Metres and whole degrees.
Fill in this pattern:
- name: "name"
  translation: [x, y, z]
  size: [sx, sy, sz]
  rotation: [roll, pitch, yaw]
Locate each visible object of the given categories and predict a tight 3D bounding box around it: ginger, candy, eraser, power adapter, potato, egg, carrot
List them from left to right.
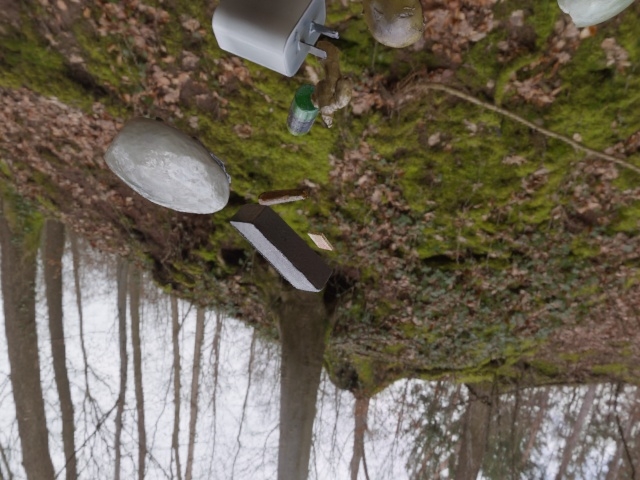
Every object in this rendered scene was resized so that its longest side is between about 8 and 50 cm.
- name: "candy"
  translation: [-0.492, -0.217, 1.559]
  size: [0.386, 0.186, 0.427]
  rotation: [-3, 151, 43]
- name: "eraser"
  translation: [-0.120, 0.021, 1.496]
  size: [0.352, 0.077, 0.111]
  rotation: [45, -138, -11]
- name: "power adapter"
  translation: [-0.085, -0.481, 1.069]
  size: [0.255, 0.187, 0.124]
  rotation: [25, 166, 11]
- name: "carrot"
  translation: [-0.178, -0.210, 2.266]
  size: [0.260, 0.070, 0.070]
  rotation: [-4, -172, 28]
- name: "ginger"
  translation: [0.016, -0.429, 1.286]
  size: [0.058, 0.214, 0.133]
  rotation: [-14, 170, -44]
- name: "potato"
  translation: [0.253, -0.851, 1.807]
  size: [0.239, 0.299, 0.116]
  rotation: [3, -134, 47]
- name: "egg"
  translation: [0.978, -0.917, 1.629]
  size: [0.336, 0.278, 0.278]
  rotation: [-35, 170, 32]

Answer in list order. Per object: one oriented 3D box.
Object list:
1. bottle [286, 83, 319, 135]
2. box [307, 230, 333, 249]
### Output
- name: "bottle"
  translation: [-0.057, -0.420, 1.562]
  size: [0.093, 0.093, 0.330]
  rotation: [6, 180, -8]
- name: "box"
  translation: [0.000, 0.000, 1.635]
  size: [0.058, 0.015, 0.093]
  rotation: [13, 154, 37]
